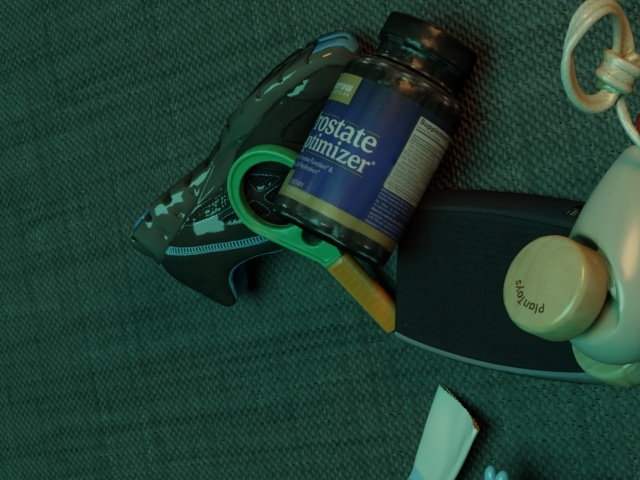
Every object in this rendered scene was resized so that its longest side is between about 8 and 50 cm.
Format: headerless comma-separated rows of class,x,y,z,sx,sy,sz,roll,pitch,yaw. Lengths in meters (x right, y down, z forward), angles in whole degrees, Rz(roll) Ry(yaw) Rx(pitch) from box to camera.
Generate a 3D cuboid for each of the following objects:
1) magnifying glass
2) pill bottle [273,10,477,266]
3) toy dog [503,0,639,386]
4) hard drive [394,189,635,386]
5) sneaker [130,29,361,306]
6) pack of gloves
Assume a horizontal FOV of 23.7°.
magnifying glass,0.000,0.000,1.517,0.092,0.026,0.231,-39,97,28
pill bottle,0.056,-0.096,1.430,0.123,0.123,0.219,26,88,35
toy dog,0.287,-0.023,1.219,0.161,0.220,0.334,27,112,44
hard drive,0.175,0.043,1.421,0.254,0.054,0.172,9,101,39
sneaker,-0.050,-0.074,1.581,0.139,0.125,0.341,42,121,-2
pack of gloves,0.106,0.285,1.468,0.195,0.046,0.232,50,127,52
